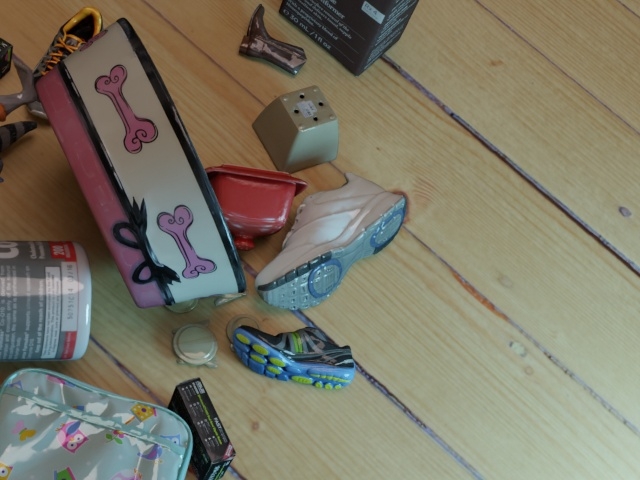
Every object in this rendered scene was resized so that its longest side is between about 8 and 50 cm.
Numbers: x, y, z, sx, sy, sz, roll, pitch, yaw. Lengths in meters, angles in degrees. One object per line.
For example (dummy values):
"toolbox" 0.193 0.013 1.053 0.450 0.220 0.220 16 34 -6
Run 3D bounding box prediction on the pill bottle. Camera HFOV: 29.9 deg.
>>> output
"pill bottle" -0.452 0.079 1.561 0.283 0.161 0.161 1 60 -21

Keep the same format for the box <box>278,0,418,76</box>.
"box" 0.081 -0.462 1.948 0.191 0.381 0.143 40 57 8

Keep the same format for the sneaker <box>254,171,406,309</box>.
"sneaker" 0.000 0.000 1.832 0.129 0.111 0.297 36 51 24

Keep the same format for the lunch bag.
"lunch bag" -0.315 0.289 1.539 0.279 0.108 0.224 20 57 -5

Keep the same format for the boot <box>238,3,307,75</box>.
"boot" -0.071 -0.340 2.035 0.114 0.037 0.106 19 69 -2

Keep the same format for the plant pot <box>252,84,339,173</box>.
"plant pot" -0.030 -0.186 1.920 0.109 0.096 0.109 -19 68 -27

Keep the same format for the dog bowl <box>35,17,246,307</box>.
"dog bowl" -0.251 -0.087 1.631 0.150 0.408 0.408 -24 69 -9

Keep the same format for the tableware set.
"tableware set" -0.160 0.106 1.752 0.141 0.020 0.169 -10 65 -21

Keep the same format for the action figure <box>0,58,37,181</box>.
"action figure" -0.507 -0.099 1.661 0.341 0.178 0.330 10 56 33

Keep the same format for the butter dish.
"butter dish" -0.111 -0.043 1.797 0.160 0.160 0.118 7 81 -13

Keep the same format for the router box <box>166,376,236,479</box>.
"router box" -0.162 0.258 1.616 0.038 0.092 0.122 -18 68 -26

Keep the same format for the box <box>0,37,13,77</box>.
"box" -0.524 -0.289 1.845 0.083 0.062 0.052 33 55 4

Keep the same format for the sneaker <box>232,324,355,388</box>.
"sneaker" -0.039 0.160 1.736 0.188 0.067 0.078 16 51 -14

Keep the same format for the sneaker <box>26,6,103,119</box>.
"sneaker" -0.399 -0.280 1.869 0.084 0.083 0.215 22 57 -6
